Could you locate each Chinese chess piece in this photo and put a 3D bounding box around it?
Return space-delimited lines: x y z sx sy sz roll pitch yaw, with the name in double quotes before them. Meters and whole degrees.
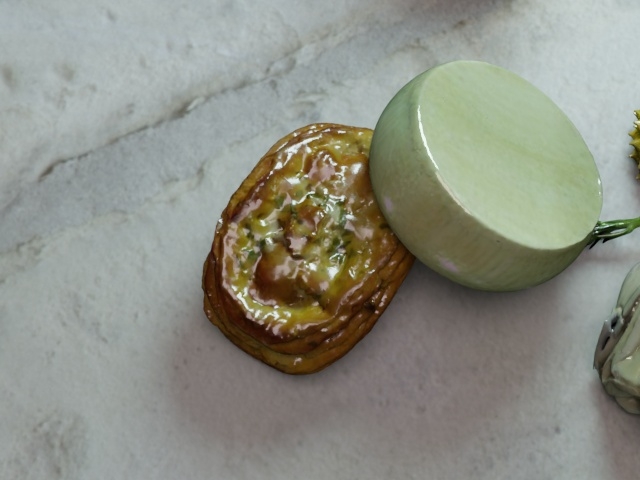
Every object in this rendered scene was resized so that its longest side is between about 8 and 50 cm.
"Chinese chess piece" 0.169 -0.065 1.757 0.250 0.101 0.250 19 49 -23

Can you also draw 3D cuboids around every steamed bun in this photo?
"steamed bun" 0.392 0.111 1.741 0.211 0.144 0.218 23 75 6

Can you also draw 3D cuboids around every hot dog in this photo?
"hot dog" 0.000 0.000 1.782 0.196 0.122 0.272 34 78 6

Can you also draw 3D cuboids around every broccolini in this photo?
"broccolini" 0.325 -0.019 1.816 0.140 0.035 0.030 -15 66 16

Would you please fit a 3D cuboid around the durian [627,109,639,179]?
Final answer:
"durian" 0.420 -0.106 1.827 0.132 0.165 0.182 -30 108 -40
